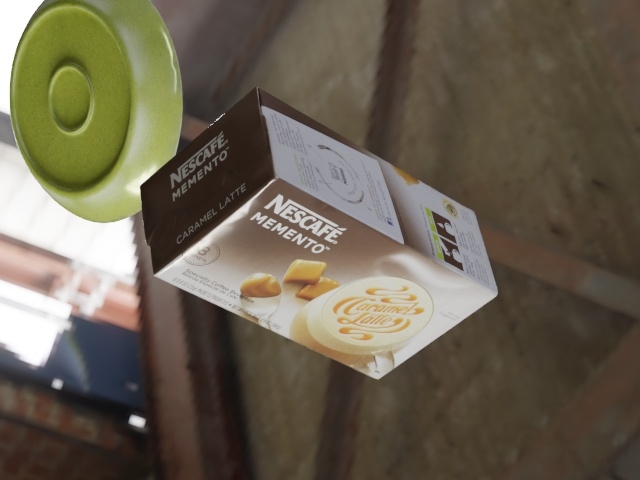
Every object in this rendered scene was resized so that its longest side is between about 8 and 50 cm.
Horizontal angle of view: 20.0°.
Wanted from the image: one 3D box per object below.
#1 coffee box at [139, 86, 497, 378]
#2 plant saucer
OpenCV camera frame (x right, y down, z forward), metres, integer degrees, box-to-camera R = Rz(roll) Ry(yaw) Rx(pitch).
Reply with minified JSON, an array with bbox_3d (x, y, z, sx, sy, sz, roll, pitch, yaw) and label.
[{"bbox_3d":[0.000,0.000,1.416,0.141,0.246,0.098,-38,-136,28],"label":"coffee box"},{"bbox_3d":[-0.225,-0.135,1.721,0.241,0.037,0.241,7,-80,43],"label":"plant saucer"}]
